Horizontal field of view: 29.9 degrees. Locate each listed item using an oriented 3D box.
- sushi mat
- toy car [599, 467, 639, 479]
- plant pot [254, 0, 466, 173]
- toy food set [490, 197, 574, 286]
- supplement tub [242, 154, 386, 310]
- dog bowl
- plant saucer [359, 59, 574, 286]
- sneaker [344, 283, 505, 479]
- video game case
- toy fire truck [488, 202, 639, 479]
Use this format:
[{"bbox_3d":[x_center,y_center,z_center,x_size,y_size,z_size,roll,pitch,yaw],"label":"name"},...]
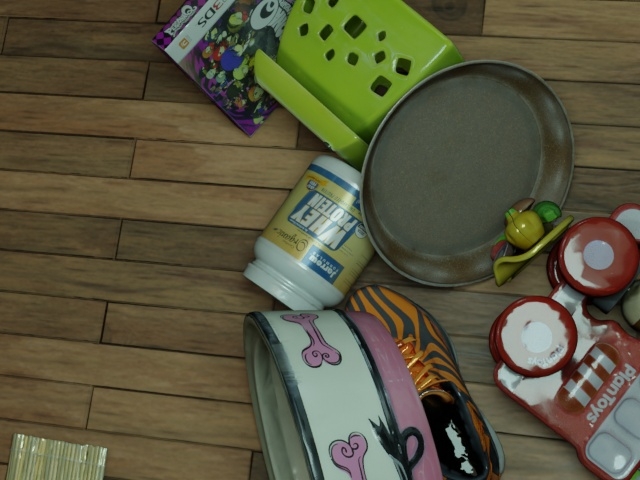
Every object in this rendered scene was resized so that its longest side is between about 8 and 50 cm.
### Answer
[{"bbox_3d":[-0.391,0.436,1.668,0.151,0.019,0.316,5,77,13],"label":"sushi mat"},{"bbox_3d":[0.442,0.360,1.482,0.225,0.053,0.239,41,87,18],"label":"toy car"},{"bbox_3d":[0.055,-0.225,1.633,0.227,0.228,0.207,43,94,19],"label":"plant pot"},{"bbox_3d":[0.256,-0.007,1.533,0.128,0.218,0.071,-43,82,7],"label":"toy food set"},{"bbox_3d":[0.000,0.000,1.624,0.144,0.144,0.199,33,85,18],"label":"supplement tub"},{"bbox_3d":[0.029,0.266,1.435,0.150,0.408,0.408,-14,73,-11],"label":"dog bowl"},{"bbox_3d":[0.186,-0.089,1.566,0.310,0.310,0.050,-44,32,-1],"label":"plant saucer"},{"bbox_3d":[0.130,0.178,1.531,0.125,0.180,0.321,-36,71,1],"label":"sneaker"},{"bbox_3d":[-0.097,-0.287,1.675,0.210,0.232,0.042,-49,51,-3],"label":"video game case"},{"bbox_3d":[0.368,0.121,1.507,0.254,0.169,0.302,39,87,8],"label":"toy fire truck"}]
